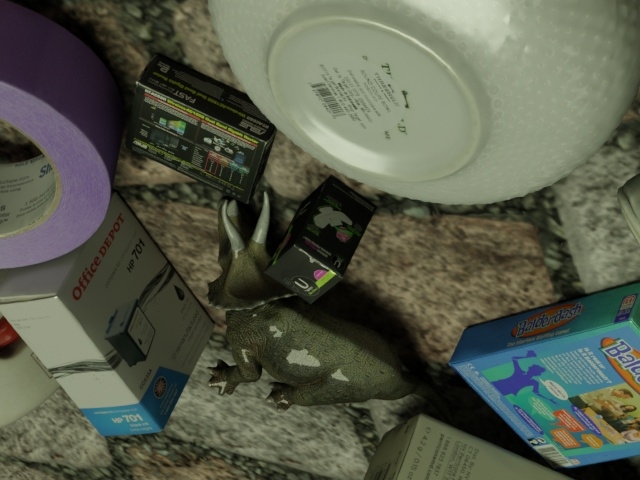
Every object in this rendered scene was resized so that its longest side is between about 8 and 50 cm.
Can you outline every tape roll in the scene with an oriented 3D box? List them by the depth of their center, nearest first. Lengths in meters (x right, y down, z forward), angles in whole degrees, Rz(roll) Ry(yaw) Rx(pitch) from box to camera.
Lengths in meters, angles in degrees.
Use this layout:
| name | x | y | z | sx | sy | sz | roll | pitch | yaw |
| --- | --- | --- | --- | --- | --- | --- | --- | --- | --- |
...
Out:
| name | x | y | z | sx | sy | sz | roll | pitch | yaw |
| --- | --- | --- | --- | --- | --- | --- | --- | --- | --- |
| tape roll | -0.310 | -0.090 | 1.671 | 0.275 | 0.090 | 0.275 | 3 | 143 | 2 |

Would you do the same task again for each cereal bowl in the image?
| name | x | y | z | sx | sy | sz | roll | pitch | yaw |
| --- | --- | --- | --- | --- | --- | --- | --- | --- | --- |
| cereal bowl | 0.063 | -0.145 | 1.388 | 0.339 | 0.141 | 0.339 | 17 | 143 | 13 |

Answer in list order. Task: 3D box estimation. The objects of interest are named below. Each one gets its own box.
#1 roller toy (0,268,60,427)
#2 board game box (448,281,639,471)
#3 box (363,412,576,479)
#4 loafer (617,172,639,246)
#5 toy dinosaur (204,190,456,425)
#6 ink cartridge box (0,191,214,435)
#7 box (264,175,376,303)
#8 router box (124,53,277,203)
| name | x | y | z | sx | sy | sz | roll | pitch | yaw |
| --- | --- | --- | --- | --- | --- | --- | --- | --- | --- |
| roller toy | -0.325 | 0.084 | 1.868 | 0.191 | 0.209 | 0.146 | -27 | 125 | 11 |
| board game box | 0.240 | 0.122 | 1.678 | 0.210 | 0.047 | 0.160 | -17 | 125 | 46 |
| box | 0.156 | 0.269 | 1.799 | 0.232 | 0.127 | 0.148 | 24 | 163 | -5 |
| loafer | 0.359 | 0.045 | 1.476 | 0.319 | 0.112 | 0.111 | 39 | 107 | -16 |
| toy dinosaur | -0.006 | 0.103 | 1.755 | 0.313 | 0.121 | 0.160 | 39 | 156 | -9 |
| ink cartridge box | -0.199 | 0.070 | 1.816 | 0.082 | 0.139 | 0.190 | -5 | 133 | 33 |
| box | 0.000 | 0.000 | 1.652 | 0.052 | 0.083 | 0.062 | 35 | 143 | -10 |
| router box | -0.100 | -0.094 | 1.640 | 0.122 | 0.038 | 0.092 | 25 | 145 | 3 |
